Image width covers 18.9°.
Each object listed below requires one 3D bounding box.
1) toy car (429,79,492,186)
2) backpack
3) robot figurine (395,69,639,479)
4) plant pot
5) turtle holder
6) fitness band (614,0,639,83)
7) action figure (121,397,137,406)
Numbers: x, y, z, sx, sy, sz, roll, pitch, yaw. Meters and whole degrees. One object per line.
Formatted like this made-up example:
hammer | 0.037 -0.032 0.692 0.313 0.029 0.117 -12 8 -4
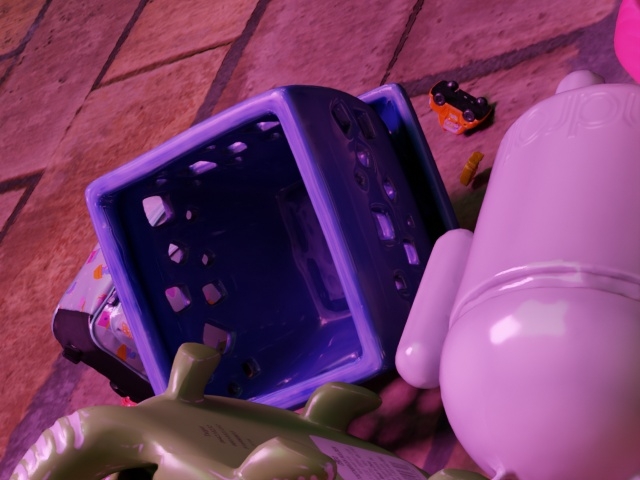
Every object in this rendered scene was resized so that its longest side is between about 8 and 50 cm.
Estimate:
toy car | 0.118 -0.095 1.734 0.122 0.060 0.040 -74 4 -51
backpack | -0.137 0.048 1.794 0.144 0.166 0.188 -7 52 49
robot figurine | 0.194 0.037 1.290 0.300 0.200 0.353 -10 44 32
plant pot | -0.016 0.007 1.569 0.236 0.236 0.212 -23 -2 36
turtle holder | -0.055 0.219 1.313 0.243 0.320 0.227 28 102 35
fitness band | 0.323 -0.108 1.271 0.291 0.209 0.054 48 135 49
action figure | -0.177 0.131 1.898 0.038 0.030 0.115 -15 44 40
